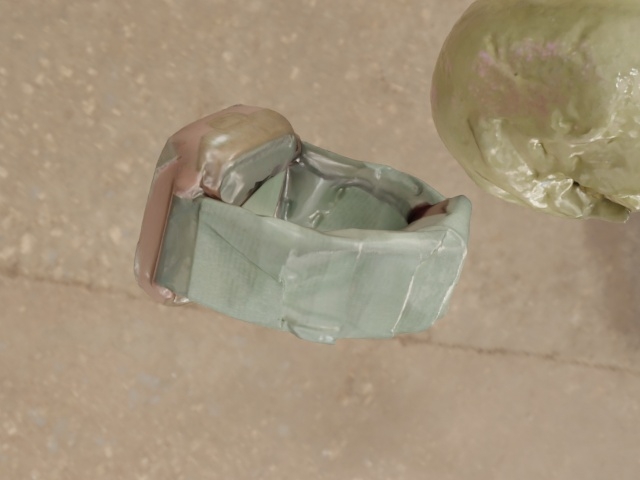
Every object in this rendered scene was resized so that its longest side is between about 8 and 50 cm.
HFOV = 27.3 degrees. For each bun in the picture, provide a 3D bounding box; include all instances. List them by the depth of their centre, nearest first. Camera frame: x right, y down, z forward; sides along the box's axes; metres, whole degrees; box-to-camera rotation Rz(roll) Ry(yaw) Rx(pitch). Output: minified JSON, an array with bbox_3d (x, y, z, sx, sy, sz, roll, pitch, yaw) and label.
[{"bbox_3d":[0.286,-0.123,1.315,0.361,0.361,0.213,12,90,-39],"label":"bun"}]

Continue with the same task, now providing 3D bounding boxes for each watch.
[{"bbox_3d":[0.000,0.000,1.112,0.253,0.241,0.161,-37,147,-60],"label":"watch"}]
